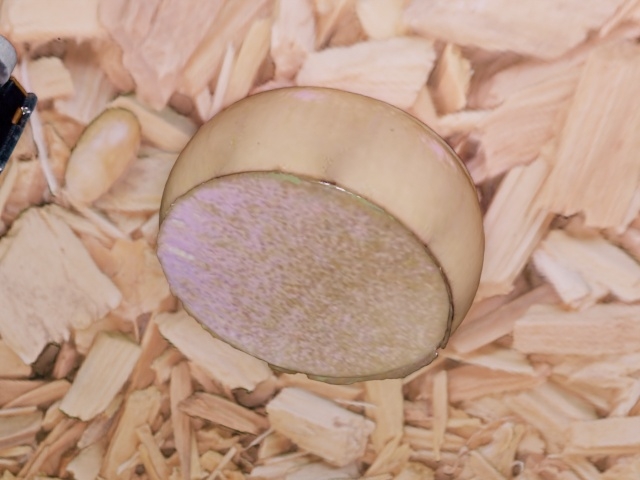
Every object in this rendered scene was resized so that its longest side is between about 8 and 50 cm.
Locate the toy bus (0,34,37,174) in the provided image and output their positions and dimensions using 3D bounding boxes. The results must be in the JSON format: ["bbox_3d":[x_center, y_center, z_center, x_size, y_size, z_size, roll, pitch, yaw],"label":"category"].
[{"bbox_3d":[-0.370,-0.153,1.184,0.167,0.138,0.275,-7,136,29],"label":"toy bus"}]

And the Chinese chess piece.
[{"bbox_3d":[0.000,0.000,1.241,0.270,0.112,0.270,11,139,9],"label":"Chinese chess piece"}]
